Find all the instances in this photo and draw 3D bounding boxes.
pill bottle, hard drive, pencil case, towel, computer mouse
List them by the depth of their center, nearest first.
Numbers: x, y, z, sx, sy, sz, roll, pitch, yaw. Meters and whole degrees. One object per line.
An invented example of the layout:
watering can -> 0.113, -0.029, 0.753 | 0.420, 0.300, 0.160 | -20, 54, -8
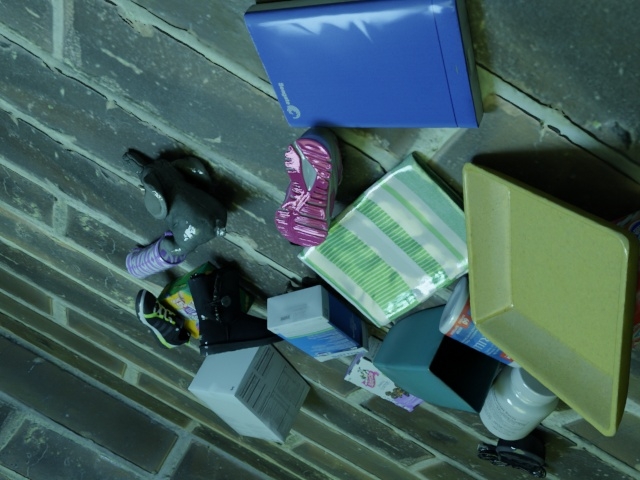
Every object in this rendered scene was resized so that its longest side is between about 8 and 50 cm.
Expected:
hard drive -> 0.063, -0.256, 0.934 | 0.319, 0.040, 0.210 | 6, 141, 29
towel -> 0.139, 0.019, 1.169 | 0.248, 0.038, 0.325 | 42, 129, -12
pill bottle -> 0.351, 0.167, 1.216 | 0.222, 0.124, 0.124 | 25, 146, 4
pill bottle -> 0.434, 0.330, 1.367 | 0.131, 0.131, 0.229 | 22, 145, 9
pencil case -> -0.424, 0.040, 1.632 | 0.206, 0.086, 0.088 | -20, 89, 46
computer mouse -> 0.513, 0.543, 1.659 | 0.189, 0.072, 0.272 | 14, 156, 16

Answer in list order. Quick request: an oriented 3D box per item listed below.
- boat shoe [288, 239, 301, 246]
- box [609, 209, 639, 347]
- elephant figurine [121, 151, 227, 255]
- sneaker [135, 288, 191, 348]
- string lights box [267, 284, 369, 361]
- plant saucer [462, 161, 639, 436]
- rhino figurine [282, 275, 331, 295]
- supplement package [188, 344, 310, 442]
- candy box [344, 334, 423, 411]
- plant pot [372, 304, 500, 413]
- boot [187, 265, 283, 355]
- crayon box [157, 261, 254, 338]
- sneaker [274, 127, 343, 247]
boat shoe -> 0.000, 0.000, 1.316 | 0.142, 0.040, 0.049 | 7, 141, 29
box -> 0.463, 0.077, 0.980 | 0.256, 0.128, 0.122 | 92, 153, -54
elephant figurine -> -0.307, -0.099, 1.318 | 0.186, 0.169, 0.239 | -27, 105, 18
sneaker -> -0.417, 0.208, 1.728 | 0.097, 0.084, 0.234 | -9, 137, 11
string lights box -> 0.000, 0.196, 1.445 | 0.134, 0.076, 0.260 | -16, 148, 21
plant saucer -> 0.349, 0.065, 0.960 | 0.333, 0.081, 0.332 | 43, 148, 56
rhino figurine -> -0.039, 0.140, 1.501 | 0.106, 0.073, 0.243 | 28, 144, -9
supplement package -> -0.206, 0.439, 1.899 | 0.199, 0.198, 0.262 | -4, 135, 39
candy box -> 0.178, 0.340, 1.613 | 0.196, 0.070, 0.164 | 26, 146, 2
plant pot -> 0.239, 0.255, 1.388 | 0.166, 0.165, 0.234 | 42, 152, -20
boot -> -0.198, 0.164, 1.577 | 0.247, 0.207, 0.094 | -5, 176, -29
crayon box -> -0.322, 0.169, 1.727 | 0.165, 0.081, 0.278 | 41, 144, -18
sneaker -> -0.009, -0.094, 1.125 | 0.103, 0.111, 0.252 | 21, 134, 7
